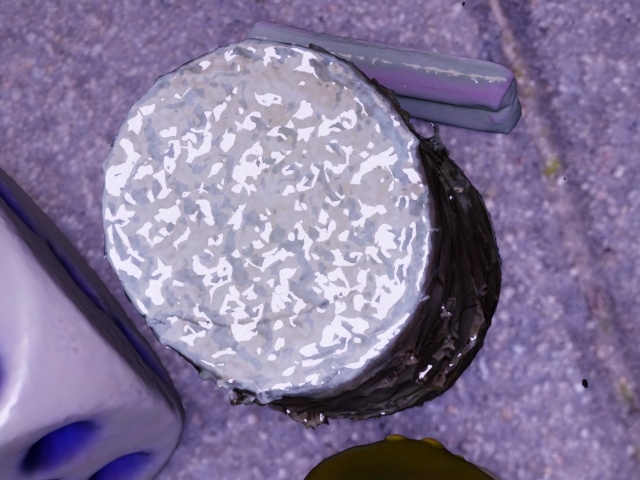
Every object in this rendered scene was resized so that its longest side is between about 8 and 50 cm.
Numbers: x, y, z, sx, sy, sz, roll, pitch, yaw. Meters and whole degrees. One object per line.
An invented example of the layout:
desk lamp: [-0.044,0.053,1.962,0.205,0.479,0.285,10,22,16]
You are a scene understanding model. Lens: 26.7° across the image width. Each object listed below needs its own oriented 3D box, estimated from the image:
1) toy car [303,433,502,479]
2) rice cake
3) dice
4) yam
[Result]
toy car: [0.044,0.246,0.860,0.204,0.198,0.248,7,72,16]
rice cake: [0.045,-0.129,1.048,0.221,0.080,0.042,14,79,17]
dice: [-0.269,0.090,0.952,0.243,0.251,0.259,-36,68,-2]
yam: [0.000,0.000,0.898,0.241,0.348,0.241,-1,84,12]
